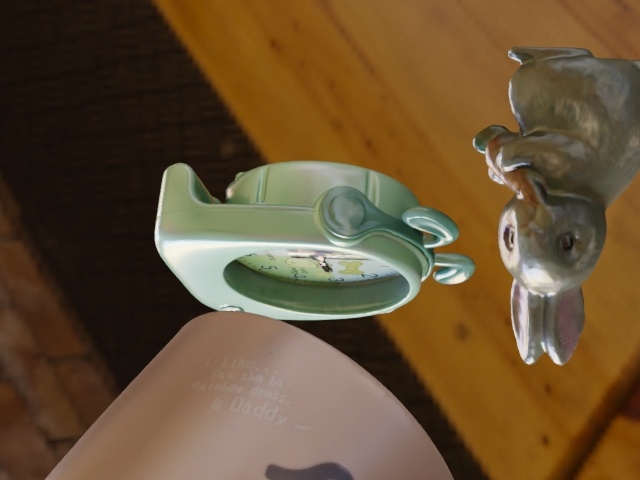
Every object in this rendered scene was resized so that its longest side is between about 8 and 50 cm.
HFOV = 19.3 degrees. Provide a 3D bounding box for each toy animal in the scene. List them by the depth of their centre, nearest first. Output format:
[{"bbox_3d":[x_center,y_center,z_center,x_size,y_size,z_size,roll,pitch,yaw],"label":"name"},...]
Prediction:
[{"bbox_3d":[0.180,-0.031,1.396,0.138,0.108,0.236,-1,79,18],"label":"toy animal"}]

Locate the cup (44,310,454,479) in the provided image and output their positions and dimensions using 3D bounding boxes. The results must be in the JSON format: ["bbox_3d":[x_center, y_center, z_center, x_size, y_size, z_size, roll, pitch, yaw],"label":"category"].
[{"bbox_3d":[-0.039,0.194,0.948,0.253,0.200,0.191,47,146,-6],"label":"cup"}]

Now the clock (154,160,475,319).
[{"bbox_3d":[0.000,0.001,1.176,0.188,0.148,0.060,0,67,12],"label":"clock"}]
